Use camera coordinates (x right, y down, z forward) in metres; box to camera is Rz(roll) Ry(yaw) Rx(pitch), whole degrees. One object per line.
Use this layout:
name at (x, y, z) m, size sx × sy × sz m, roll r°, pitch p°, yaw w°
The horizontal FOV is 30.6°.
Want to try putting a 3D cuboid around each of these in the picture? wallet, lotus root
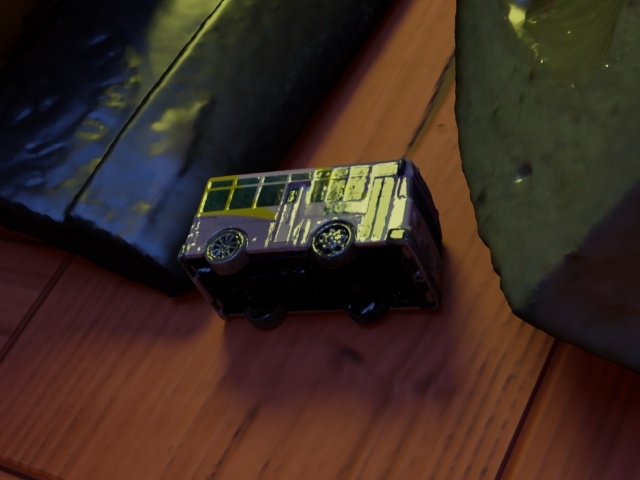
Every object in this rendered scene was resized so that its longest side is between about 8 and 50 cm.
wallet at (-0.057, -0.125, 0.610) m, size 0.170 × 0.044 × 0.321 m, roll 20°, pitch 62°, yaw 24°
lotus root at (0.155, -0.083, 0.440) m, size 0.210 × 0.142 × 0.314 m, roll 19°, pitch 48°, yaw -8°

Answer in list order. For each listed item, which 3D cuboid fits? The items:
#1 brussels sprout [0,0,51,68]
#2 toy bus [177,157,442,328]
brussels sprout at (-0.259, -0.196, 0.641) m, size 0.344 × 0.268 × 0.344 m, roll -4°, pitch 71°, yaw 12°
toy bus at (0.000, 0.000, 0.487) m, size 0.102 × 0.052 × 0.058 m, roll -5°, pitch 51°, yaw 24°
